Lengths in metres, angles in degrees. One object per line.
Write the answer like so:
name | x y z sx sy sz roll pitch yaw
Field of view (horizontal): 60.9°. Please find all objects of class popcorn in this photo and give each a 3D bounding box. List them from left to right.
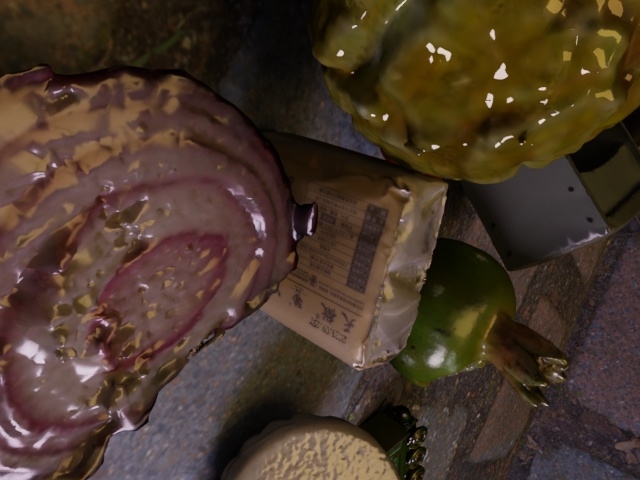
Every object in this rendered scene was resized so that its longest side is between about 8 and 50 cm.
popcorn | 0.126 -0.174 0.427 0.247 0.281 0.282 -78 161 -50

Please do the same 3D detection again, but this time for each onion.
onion | -0.167 -0.001 0.398 0.314 0.146 0.280 -37 135 -22

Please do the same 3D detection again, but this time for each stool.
stool | 0.353 -0.127 0.850 0.243 0.170 0.270 -24 84 -41

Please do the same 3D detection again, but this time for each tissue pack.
tissue pack | 0.000 0.000 0.541 0.090 0.222 0.186 -10 116 -51

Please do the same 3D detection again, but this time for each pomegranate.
pomegranate | 0.217 0.122 0.811 0.235 0.301 0.236 -16 117 -35

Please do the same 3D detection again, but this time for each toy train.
toy train | 0.131 0.419 1.040 0.137 0.090 0.226 -26 128 -32

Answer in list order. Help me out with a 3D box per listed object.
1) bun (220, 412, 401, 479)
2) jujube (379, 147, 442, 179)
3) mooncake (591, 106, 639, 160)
bun | -0.031 0.362 0.753 0.263 0.175 0.263 1 85 -17
jujube | 0.139 -0.201 0.651 0.174 0.174 0.251 -16 122 -46
mooncake | 0.487 -0.286 0.950 0.154 0.306 0.306 -18 122 -45
